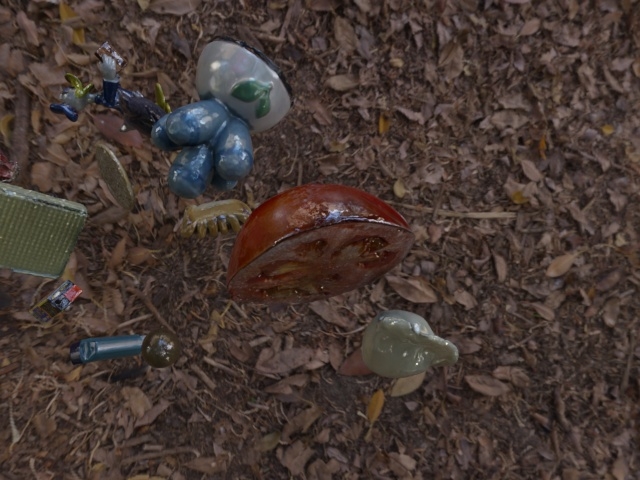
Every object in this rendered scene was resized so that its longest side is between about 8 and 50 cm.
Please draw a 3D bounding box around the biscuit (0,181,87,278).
[{"bbox_3d":[-0.554,-0.026,0.785,0.252,0.052,0.150,17,107,-38],"label":"biscuit"}]

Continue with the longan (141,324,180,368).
[{"bbox_3d":[-0.418,0.278,1.210,0.106,0.119,0.106,-4,128,-5],"label":"longan"}]

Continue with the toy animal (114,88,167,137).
[{"bbox_3d":[-0.431,-0.306,1.172,0.205,0.367,0.081,39,90,22],"label":"toy animal"}]

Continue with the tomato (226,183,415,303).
[{"bbox_3d":[-0.006,-0.007,0.819,0.337,0.338,0.144,-9,66,-18],"label":"tomato"}]

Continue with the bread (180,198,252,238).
[{"bbox_3d":[-0.323,-0.064,1.421,0.224,0.134,0.081,-12,129,-16],"label":"bread"}]

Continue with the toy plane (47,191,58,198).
[{"bbox_3d":[-0.910,-0.135,1.591,0.084,0.078,0.024,26,42,19],"label":"toy plane"}]

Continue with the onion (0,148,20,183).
[{"bbox_3d":[-1.073,-0.229,1.458,0.348,0.159,0.268,11,102,1],"label":"onion"}]

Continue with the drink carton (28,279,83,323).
[{"bbox_3d":[-0.656,0.155,1.140,0.056,0.165,0.071,47,46,-21],"label":"drink carton"}]

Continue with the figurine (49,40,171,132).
[{"bbox_3d":[-0.660,-0.453,1.421,0.338,0.205,0.284,-19,134,-19],"label":"figurine"}]

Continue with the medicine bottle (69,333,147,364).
[{"bbox_3d":[-0.730,0.379,1.622,0.258,0.124,0.079,7,64,-54],"label":"medicine bottle"}]

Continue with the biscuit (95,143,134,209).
[{"bbox_3d":[-0.437,-0.134,0.980,0.020,0.152,0.152,-32,96,-34],"label":"biscuit"}]

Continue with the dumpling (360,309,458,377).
[{"bbox_3d":[0.146,0.174,0.753,0.154,0.181,0.112,15,93,16],"label":"dumpling"}]

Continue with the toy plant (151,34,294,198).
[{"bbox_3d":[-0.228,-0.239,1.002,0.247,0.247,0.332,32,75,-13],"label":"toy plant"}]
